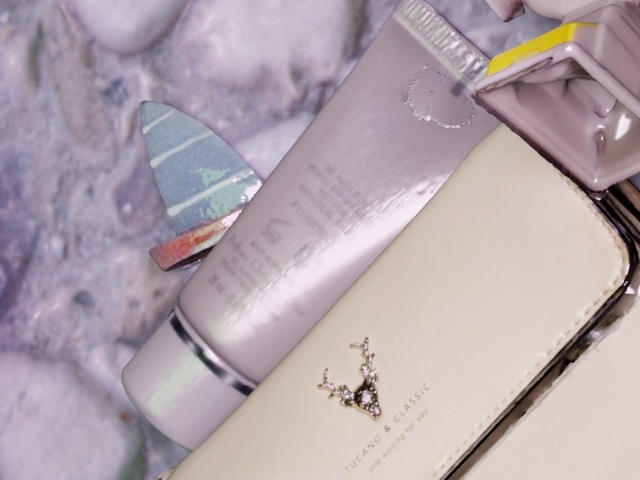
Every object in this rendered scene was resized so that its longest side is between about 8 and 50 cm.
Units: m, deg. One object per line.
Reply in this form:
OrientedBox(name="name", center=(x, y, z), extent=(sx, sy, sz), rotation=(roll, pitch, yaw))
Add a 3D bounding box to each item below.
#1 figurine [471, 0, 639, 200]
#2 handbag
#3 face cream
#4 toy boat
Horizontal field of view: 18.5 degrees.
OrientedBox(name="figurine", center=(0.197, -0.159, 1.083), extent=(0.308, 0.308, 0.143), rotation=(49, 146, 20))
OrientedBox(name="handbag", center=(0.080, 0.124, 1.162), extent=(0.358, 0.160, 0.237), rotation=(-47, 65, 17))
OrientedBox(name="face cream", center=(0.000, 0.000, 1.253), extent=(0.314, 0.089, 0.143), rotation=(-48, 69, 9))
OrientedBox(name="toy boat", center=(-0.088, -0.050, 1.323), extent=(0.096, 0.034, 0.122), rotation=(-24, 76, 19))
